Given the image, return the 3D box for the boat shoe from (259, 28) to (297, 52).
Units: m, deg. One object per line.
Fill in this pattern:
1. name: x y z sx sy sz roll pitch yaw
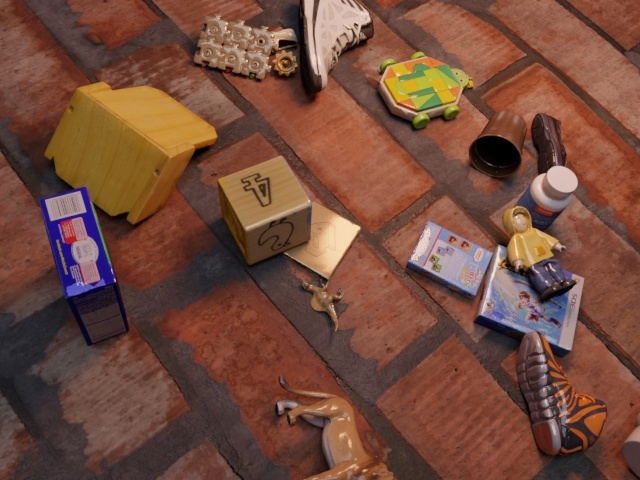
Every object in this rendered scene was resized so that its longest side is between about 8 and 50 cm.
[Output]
1. boat shoe: -0.155 -0.662 2.208 0.170 0.063 0.059 -22 69 -15

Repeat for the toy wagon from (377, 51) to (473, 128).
1. toy wagon: 0.367 -0.521 2.210 0.344 0.068 0.267 -18 66 -17

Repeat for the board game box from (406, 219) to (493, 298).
1. board game box: 0.377 0.055 1.916 0.211 0.039 0.160 27 61 7

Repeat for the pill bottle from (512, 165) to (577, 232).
1. pill bottle: 0.667 -0.122 1.952 0.124 0.221 0.124 3 61 -6

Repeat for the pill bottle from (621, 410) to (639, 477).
1. pill bottle: 0.949 0.461 1.691 0.361 0.204 0.204 -36 73 -24

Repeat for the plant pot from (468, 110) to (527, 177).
1. plant pot: 0.573 -0.316 2.086 0.167 0.167 0.165 26 54 6

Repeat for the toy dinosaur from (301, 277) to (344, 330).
1. toy dinosaur: 0.021 0.165 1.805 0.092 0.053 0.183 -36 64 -8

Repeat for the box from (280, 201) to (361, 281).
1. box: 0.000 0.000 1.898 0.164 0.021 0.201 30 62 8

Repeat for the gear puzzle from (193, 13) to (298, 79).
1. gear puzzle: -0.234 -0.622 2.162 0.338 0.044 0.176 14 90 -1

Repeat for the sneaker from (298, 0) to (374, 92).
1. sneaker: 0.061 -0.675 2.187 0.257 0.169 0.448 1 59 -6

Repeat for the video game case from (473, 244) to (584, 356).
1. video game case: 0.598 0.168 1.877 0.269 0.061 0.244 21 60 3

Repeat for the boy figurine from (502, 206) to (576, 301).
1. boy figurine: 0.614 0.027 1.874 0.177 0.092 0.285 -15 65 -16

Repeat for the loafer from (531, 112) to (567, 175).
1. loafer: 0.760 -0.288 2.127 0.095 0.109 0.303 6 58 -10

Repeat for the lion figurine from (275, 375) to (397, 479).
1. lion figurine: 0.046 0.489 1.576 0.240 0.142 0.392 -5 58 -20

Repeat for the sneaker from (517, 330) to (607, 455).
1. sneaker: 0.638 0.396 1.739 0.180 0.124 0.321 -2 73 -14

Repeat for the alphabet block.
1. alphabet block: -0.153 -0.083 1.810 0.197 0.192 0.193 -24 60 -16

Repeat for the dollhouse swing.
1. dollhouse swing: -0.535 -0.267 1.938 0.347 0.305 0.315 35 104 10

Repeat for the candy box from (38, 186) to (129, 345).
1. candy box: -0.566 0.071 1.602 0.122 0.317 0.268 -16 67 -19
